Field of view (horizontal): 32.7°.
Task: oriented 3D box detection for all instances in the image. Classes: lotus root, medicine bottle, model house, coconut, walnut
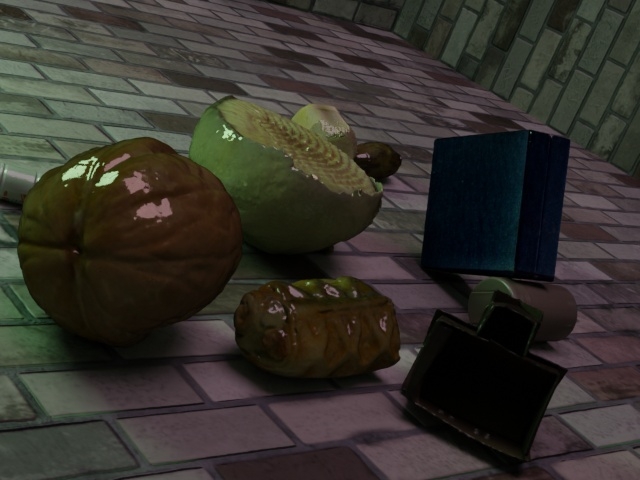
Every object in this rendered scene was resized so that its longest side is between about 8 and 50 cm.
[{"bbox_3d":[0.121,-0.183,2.524,0.179,0.080,0.089,-5,37,-46],"label":"lotus root"},{"bbox_3d":[-0.476,-0.088,1.678,0.089,0.057,0.057,16,21,-20],"label":"medicine bottle"},{"bbox_3d":[0.254,0.180,1.622,0.211,0.204,0.243,26,3,9],"label":"model house"},{"bbox_3d":[-0.001,-0.220,2.397,0.147,0.147,0.152,12,27,-27],"label":"coconut"},{"bbox_3d":[-0.244,-0.002,1.417,0.252,0.277,0.313,64,20,3],"label":"walnut"}]

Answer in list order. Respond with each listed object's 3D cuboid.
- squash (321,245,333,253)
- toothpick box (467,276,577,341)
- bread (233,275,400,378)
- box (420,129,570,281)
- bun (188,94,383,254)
[{"bbox_3d":[0.000,0.000,2.008,0.027,0.027,0.083,7,27,-36],"label":"squash"},{"bbox_3d":[0.365,0.126,1.960,0.181,0.111,0.111,7,25,-39],"label":"toothpick box"},{"bbox_3d":[-0.007,0.125,1.544,0.268,0.130,0.152,-1,40,-48],"label":"bread"},{"bbox_3d":[0.324,-0.063,2.037,0.116,0.261,0.279,10,-4,-30],"label":"box"},{"bbox_3d":[-0.078,-0.092,1.908,0.364,0.202,0.364,26,15,-8],"label":"bun"}]
